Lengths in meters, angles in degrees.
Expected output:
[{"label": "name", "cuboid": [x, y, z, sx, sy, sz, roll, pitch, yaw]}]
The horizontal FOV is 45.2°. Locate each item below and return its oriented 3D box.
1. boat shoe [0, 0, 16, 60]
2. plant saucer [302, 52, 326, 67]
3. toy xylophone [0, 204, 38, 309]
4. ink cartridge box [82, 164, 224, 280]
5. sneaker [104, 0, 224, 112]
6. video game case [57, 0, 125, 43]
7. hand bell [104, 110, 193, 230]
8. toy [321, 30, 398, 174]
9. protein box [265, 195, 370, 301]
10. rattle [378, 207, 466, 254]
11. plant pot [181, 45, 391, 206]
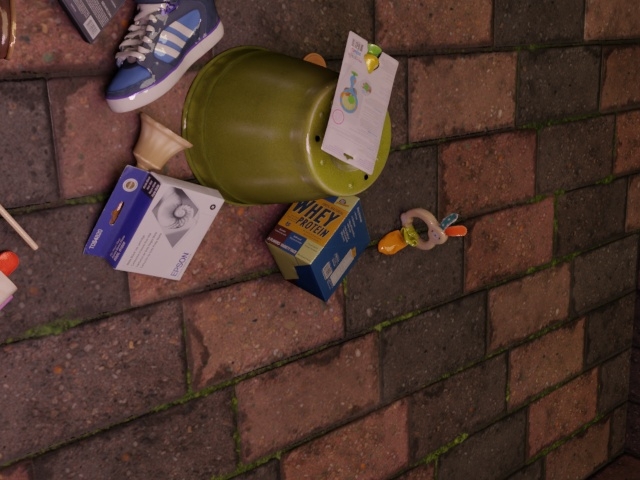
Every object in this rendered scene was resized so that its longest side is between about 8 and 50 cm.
[{"label": "boat shoe", "cuboid": [-0.570, -0.420, 1.336, 0.073, 0.073, 0.207, -2, 94, -40]}, {"label": "plant saucer", "cuboid": [-0.017, -0.412, 1.865, 0.083, 0.013, 0.084, -11, 107, -39]}, {"label": "toy xylophone", "cuboid": [-0.649, 0.018, 1.356, 0.236, 0.081, 0.323, -42, 124, -27]}, {"label": "ink cartridge box", "cuboid": [-0.341, -0.029, 1.587, 0.224, 0.045, 0.223, 14, 116, -41]}, {"label": "sneaker", "cuboid": [-0.339, -0.428, 1.484, 0.323, 0.130, 0.236, -49, 134, -27]}, {"label": "video game case", "cuboid": [-0.392, -0.530, 1.434, 0.274, 0.026, 0.196, -59, 161, -16]}, {"label": "hand bell", "cuboid": [-0.377, -0.128, 1.572, 0.126, 0.126, 0.242, 31, 92, -41]}, {"label": "toy", "cuboid": [0.065, -0.259, 1.467, 0.136, 0.056, 0.237, 22, 80, -38]}, {"label": "protein box", "cuboid": [0.000, 0.000, 1.847, 0.201, 0.136, 0.200, -53, 153, -19]}, {"label": "rattle", "cuboid": [0.273, -0.017, 2.086, 0.142, 0.199, 0.130, -10, 106, -40]}, {"label": "plant pot", "cuboid": [-0.048, -0.231, 1.650, 0.366, 0.353, 0.367, -11, 107, -40]}]
